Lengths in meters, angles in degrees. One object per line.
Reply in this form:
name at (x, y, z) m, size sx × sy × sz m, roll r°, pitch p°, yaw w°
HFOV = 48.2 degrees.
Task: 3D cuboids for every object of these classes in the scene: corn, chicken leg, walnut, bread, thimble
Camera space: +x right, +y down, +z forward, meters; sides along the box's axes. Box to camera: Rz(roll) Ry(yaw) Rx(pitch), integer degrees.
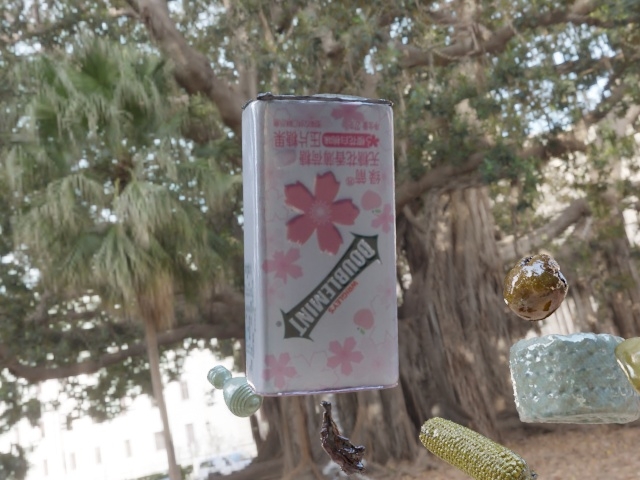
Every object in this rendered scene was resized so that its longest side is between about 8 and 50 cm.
corn at (0.337, 0.468, 1.575) m, size 0.106 × 0.106 × 0.293 m, roll 4°, pitch 13°, yaw -42°
chicken leg at (0.048, 0.525, 1.875) m, size 0.089 × 0.219 × 0.048 m, roll -37°, pitch -2°, yaw -6°
walnut at (0.402, 0.085, 1.330) m, size 0.116 × 0.116 × 0.207 m, roll -22°, pitch -3°, yaw 33°
bread at (0.621, 0.262, 1.277) m, size 0.098 × 0.147 × 0.217 m, roll -37°, pitch -68°, yaw 14°
thimble at (0.589, 0.333, 1.689) m, size 0.291 × 0.195 × 0.291 m, roll 0°, pitch -20°, yaw 0°

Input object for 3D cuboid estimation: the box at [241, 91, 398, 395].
box at (0.000, 0.000, 0.900) m, size 0.190 × 0.370 × 0.112 m, roll -2°, pitch 1°, yaw -17°

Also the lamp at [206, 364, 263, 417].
lamp at (-0.230, 0.402, 1.934) m, size 0.106 × 0.106 × 0.193 m, roll 4°, pitch 16°, yaw -43°
